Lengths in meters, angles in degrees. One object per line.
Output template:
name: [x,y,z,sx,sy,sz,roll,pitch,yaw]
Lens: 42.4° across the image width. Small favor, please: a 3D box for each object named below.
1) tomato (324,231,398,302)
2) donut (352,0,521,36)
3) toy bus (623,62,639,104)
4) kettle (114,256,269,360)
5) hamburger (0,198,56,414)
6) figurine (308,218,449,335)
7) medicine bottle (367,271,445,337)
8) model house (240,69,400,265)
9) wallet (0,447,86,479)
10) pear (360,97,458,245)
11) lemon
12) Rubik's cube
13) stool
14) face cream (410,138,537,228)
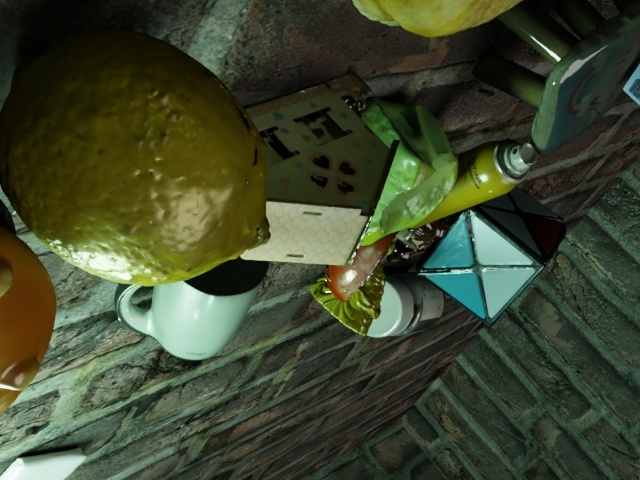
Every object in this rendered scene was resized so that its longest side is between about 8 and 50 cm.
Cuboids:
tomato: [0.075,0.003,1.649,0.228,0.101,0.228,-51,-173,8]
donut: [0.196,-0.426,0.920,0.448,0.198,0.449,-34,159,-15]
toy bus: [0.576,-0.298,1.368,0.076,0.073,0.167,-29,157,-25]
kettle: [-0.216,0.084,1.328,0.221,0.161,0.236,2,144,-20]
hamburger: [-0.442,0.079,0.739,0.395,0.277,0.396,-33,157,-16]
figurine: [0.134,0.034,1.824,0.315,0.168,0.187,-52,174,5]
medicine bottle: [0.205,0.165,2.152,0.165,0.165,0.273,-49,157,21]
model house: [-0.009,-0.083,1.196,0.326,0.244,0.169,-25,152,-36]
wallet: [-0.551,0.454,1.633,0.095,0.033,0.190,-44,158,13]
pear: [0.128,-0.102,1.486,0.286,0.176,0.281,-48,160,22]
lemon: [-0.186,-0.077,0.851,0.253,0.310,0.253,-51,-168,15]
Rubik's cube: [0.423,0.016,2.036,0.250,0.248,0.246,-42,167,-53]
stool: [0.437,-0.352,1.436,0.310,0.226,0.310,-38,158,-8]
face cream: [0.277,-0.114,1.604,0.105,0.105,0.348,-24,-179,-36]
